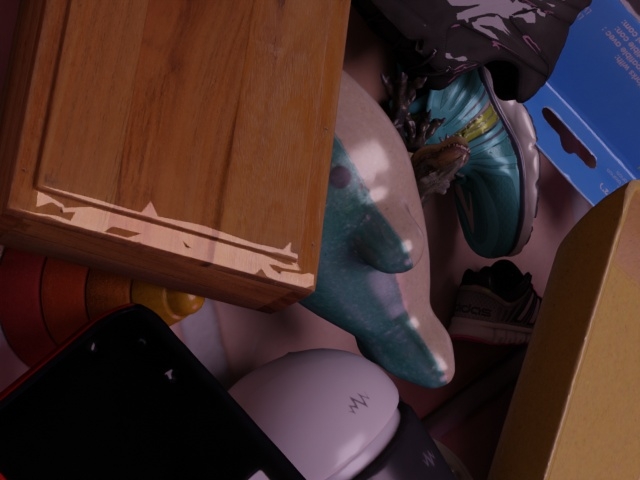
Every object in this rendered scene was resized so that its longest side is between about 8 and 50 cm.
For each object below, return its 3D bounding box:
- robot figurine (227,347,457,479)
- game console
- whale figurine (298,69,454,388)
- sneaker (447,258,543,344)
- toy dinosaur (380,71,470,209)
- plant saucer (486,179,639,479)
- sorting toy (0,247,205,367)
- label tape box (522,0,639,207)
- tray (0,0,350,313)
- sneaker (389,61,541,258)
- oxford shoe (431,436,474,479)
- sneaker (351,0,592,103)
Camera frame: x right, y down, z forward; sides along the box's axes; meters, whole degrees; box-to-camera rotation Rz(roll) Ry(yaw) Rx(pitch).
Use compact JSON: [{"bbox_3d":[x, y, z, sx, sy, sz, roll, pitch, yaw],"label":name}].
[{"bbox_3d":[0.023,0.214,1.294,0.173,0.209,0.278,-32,103,-1],"label":"robot figurine"},{"bbox_3d":[-0.110,0.270,1.025,0.342,0.060,0.386,-40,85,-29],"label":"game console"},{"bbox_3d":[0.000,0.000,1.281,0.141,0.216,0.272,-31,113,-15],"label":"whale figurine"},{"bbox_3d":[0.180,0.055,1.609,0.170,0.063,0.075,1,96,-48],"label":"sneaker"},{"bbox_3d":[0.069,-0.059,1.390,0.268,0.064,0.118,107,-11,-73],"label":"toy dinosaur"},{"bbox_3d":[0.252,0.151,1.490,0.333,0.081,0.332,34,70,-52],"label":"plant saucer"},{"bbox_3d":[-0.110,0.154,1.183,0.127,0.126,0.365,-23,108,-50],"label":"sorting toy"},{"bbox_3d":[0.322,-0.204,1.693,0.249,0.115,0.347,44,54,-21],"label":"label tape box"},{"bbox_3d":[-0.081,-0.176,1.136,0.203,0.076,0.411,16,67,-23],"label":"tray"},{"bbox_3d":[0.108,-0.108,1.506,0.110,0.107,0.275,-26,108,-28],"label":"sneaker"},{"bbox_3d":[0.078,0.382,1.446,0.130,0.169,0.449,163,-81,-87],"label":"oxford shoe"},{"bbox_3d":[0.078,-0.192,1.379,0.286,0.109,0.130,18,94,-20],"label":"sneaker"}]
